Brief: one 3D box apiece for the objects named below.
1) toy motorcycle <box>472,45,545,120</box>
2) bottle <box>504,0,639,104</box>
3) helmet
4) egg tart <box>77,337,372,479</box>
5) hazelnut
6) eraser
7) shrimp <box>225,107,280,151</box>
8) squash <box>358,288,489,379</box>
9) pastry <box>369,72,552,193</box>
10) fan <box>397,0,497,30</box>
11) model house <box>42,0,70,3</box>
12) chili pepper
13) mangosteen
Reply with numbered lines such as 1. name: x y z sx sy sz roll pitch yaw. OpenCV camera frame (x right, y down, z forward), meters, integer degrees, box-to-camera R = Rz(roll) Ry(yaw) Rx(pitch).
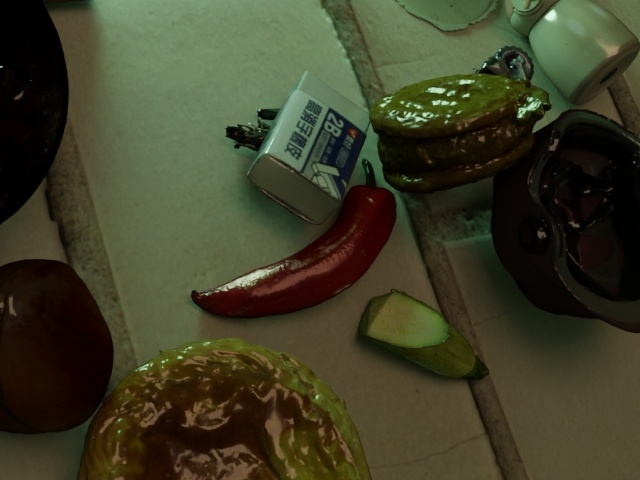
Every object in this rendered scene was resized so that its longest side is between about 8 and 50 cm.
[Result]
1. toy motorcycle: 0.269 -0.212 1.653 0.229 0.094 0.130 -37 90 -24
2. bottle: 0.402 -0.356 1.759 0.147 0.147 0.236 -31 74 -33
3. helmet: 0.364 -0.013 1.538 0.271 0.197 0.338 5 72 -32
4. egg tart: -0.105 0.284 1.198 0.352 0.150 0.352 9 60 -16
5. hazelnut: -0.322 0.109 1.139 0.208 0.208 0.208 11 62 -21
6. eraser: -0.011 -0.131 1.450 0.124 0.068 0.210 32 42 -10
7. shrimp: -0.067 -0.153 1.502 0.161 0.034 0.091 7 53 -30
8. squash: 0.156 0.139 1.437 0.200 0.075 0.090 27 32 -13
9. pastry: 0.191 -0.150 1.484 0.235 0.240 0.132 -12 113 -2
10. fan: 0.252 -0.506 1.833 0.233 0.012 0.415 47 56 1
11. model house: -0.409 -0.458 1.422 0.181 0.176 0.248 -14 57 -30
12. chili pepper: 0.002 0.006 1.423 0.137 0.092 0.368 40 51 15
13. mangosteen: -0.491 -0.170 1.140 0.435 0.382 0.382 18 50 30
